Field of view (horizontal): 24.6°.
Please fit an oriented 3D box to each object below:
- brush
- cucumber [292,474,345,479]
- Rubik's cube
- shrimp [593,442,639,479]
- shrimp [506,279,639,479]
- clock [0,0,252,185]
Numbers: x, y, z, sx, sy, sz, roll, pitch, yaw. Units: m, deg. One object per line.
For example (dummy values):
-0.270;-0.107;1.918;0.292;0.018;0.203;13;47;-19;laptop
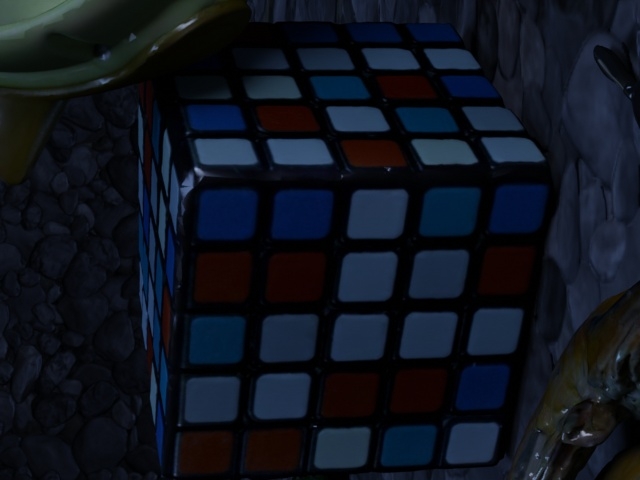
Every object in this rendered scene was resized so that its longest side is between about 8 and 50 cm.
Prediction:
0.124;-0.059;0.578;0.083;0.008;0.024;-110;17;-57;brush
0.008;0.279;1.141;0.056;0.056;0.284;106;163;-58;cucumber
0.000;0.000;0.772;0.182;0.184;0.187;-109;19;-57;Rubik's cube
0.125;0.148;0.509;0.217;0.051;0.115;-112;25;-67;shrimp
0.096;0.068;0.504;0.152;0.046;0.219;-58;-2;-29;shrimp
-0.136;-0.207;0.667;0.348;0.286;0.117;-64;-12;13;clock
